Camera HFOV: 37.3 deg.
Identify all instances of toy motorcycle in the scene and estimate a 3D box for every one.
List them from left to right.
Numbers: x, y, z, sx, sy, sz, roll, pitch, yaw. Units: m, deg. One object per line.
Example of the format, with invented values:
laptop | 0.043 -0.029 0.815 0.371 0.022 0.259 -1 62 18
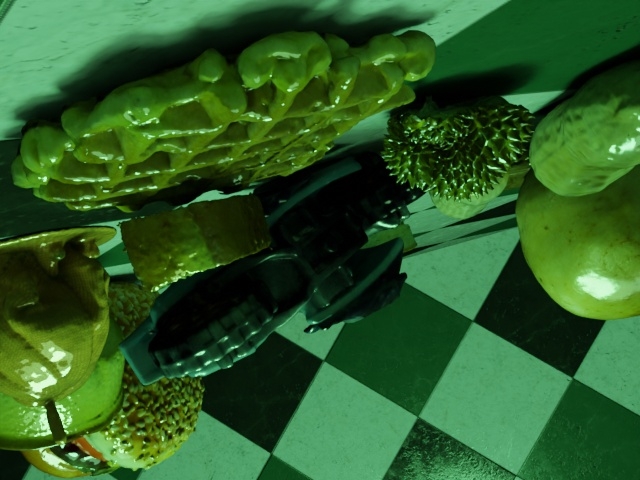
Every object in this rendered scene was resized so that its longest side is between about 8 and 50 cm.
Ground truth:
toy motorcycle | -0.045 0.028 1.023 0.232 0.172 0.416 -19 -163 48

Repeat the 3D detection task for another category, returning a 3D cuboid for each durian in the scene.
durian | 0.130 -0.091 0.907 0.147 0.102 0.208 -11 172 24

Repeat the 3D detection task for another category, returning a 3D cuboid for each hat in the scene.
hat | -0.335 0.126 1.099 0.234 0.233 0.244 -19 174 25

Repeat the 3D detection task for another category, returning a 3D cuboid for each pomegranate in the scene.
pomegranate | 0.414 -0.026 1.294 0.307 0.307 0.307 -15 174 -2

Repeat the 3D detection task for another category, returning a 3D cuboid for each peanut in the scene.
peanut | 0.190 -0.076 1.233 0.087 0.087 0.206 -15 175 -3
peanut | 0.316 -0.119 1.027 0.125 0.111 0.274 -18 175 -10

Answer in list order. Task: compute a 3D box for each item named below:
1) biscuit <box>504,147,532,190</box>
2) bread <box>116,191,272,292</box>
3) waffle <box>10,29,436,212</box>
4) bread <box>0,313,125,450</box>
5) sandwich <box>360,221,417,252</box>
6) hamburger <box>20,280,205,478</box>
biscuit | 0.338 -0.115 1.460 0.290 0.041 0.208 -16 173 6
bread | -0.099 -0.003 0.797 0.103 0.065 0.187 -19 -176 3
waffle | -0.070 -0.080 0.698 0.301 0.058 0.282 -20 174 40
bread | -0.399 0.167 1.301 0.270 0.148 0.270 10 -153 -5
sandwich | 0.034 -0.003 1.505 0.245 0.090 0.088 -12 178 -5
hamburger | -0.362 0.233 1.615 0.250 0.329 0.330 -13 176 31
